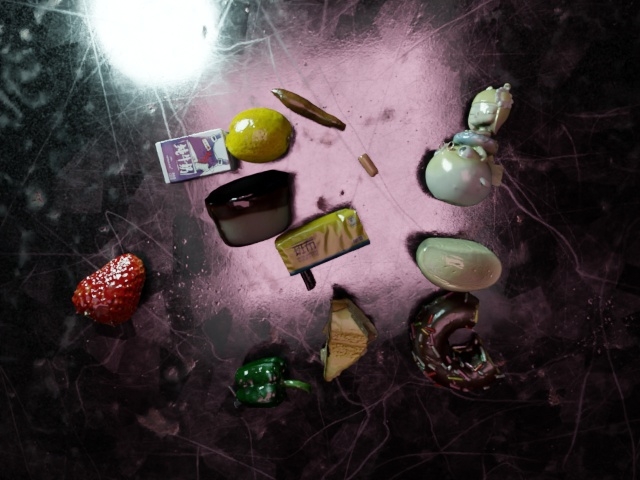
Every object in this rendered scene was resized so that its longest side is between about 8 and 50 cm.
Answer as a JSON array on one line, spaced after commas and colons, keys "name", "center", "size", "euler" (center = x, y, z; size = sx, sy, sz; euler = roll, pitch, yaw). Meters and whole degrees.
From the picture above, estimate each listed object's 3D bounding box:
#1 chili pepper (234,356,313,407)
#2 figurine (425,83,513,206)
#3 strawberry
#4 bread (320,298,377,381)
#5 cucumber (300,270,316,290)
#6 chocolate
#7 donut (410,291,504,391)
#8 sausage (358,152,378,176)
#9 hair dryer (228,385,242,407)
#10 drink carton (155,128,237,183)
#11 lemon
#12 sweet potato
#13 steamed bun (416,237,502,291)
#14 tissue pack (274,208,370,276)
[{"name": "chili pepper", "center": [-0.161, 0.487, 1.458], "size": [0.261, 0.174, 0.165], "euler": [-9, 74, 6]}, {"name": "figurine", "center": [0.493, -0.287, 1.307], "size": [0.275, 0.227, 0.394], "euler": [21, 89, -32]}, {"name": "strawberry", "center": [-0.696, 0.159, 1.436], "size": [0.205, 0.205, 0.244], "euler": [31, 78, -2]}, {"name": "bread", "center": [0.053, 0.304, 1.402], "size": [0.224, 0.183, 0.211], "euler": [-34, 95, 5]}, {"name": "cucumber", "center": [-0.063, 0.095, 1.448], "size": [0.039, 0.043, 0.163], "euler": [-22, 91, 47]}, {"name": "chocolate", "center": [-0.209, -0.091, 1.328], "size": [0.284, 0.283, 0.186], "euler": [-17, 114, 6]}, {"name": "donut", "center": [0.438, 0.352, 1.418], "size": [0.259, 0.136, 0.345], "euler": [-18, 97, 3]}, {"name": "sausage", "center": [0.157, -0.245, 1.379], "size": [0.034, 0.034, 0.083], "euler": [-35, 97, 8]}, {"name": "hair dryer", "center": [-0.306, 0.566, 1.547], "size": [0.047, 0.026, 0.083], "euler": [-35, 89, 6]}, {"name": "drink carton", "center": [-0.396, -0.271, 1.372], "size": [0.222, 0.102, 0.134], "euler": [-12, 96, 3]}, {"name": "lemon", "center": [-0.192, -0.326, 1.317], "size": [0.207, 0.170, 0.169], "euler": [-2, 99, 1]}, {"name": "sweet potato", "center": [-0.039, -0.419, 1.350], "size": [0.265, 0.057, 0.057], "euler": [26, 100, -5]}, {"name": "steamed bun", "center": [0.427, 0.082, 1.336], "size": [0.250, 0.200, 0.154], "euler": [5, 101, 5]}, {"name": "tissue pack", "center": [0.000, 0.000, 1.334], "size": [0.271, 0.192, 0.134], "euler": [-23, 93, -3]}]
